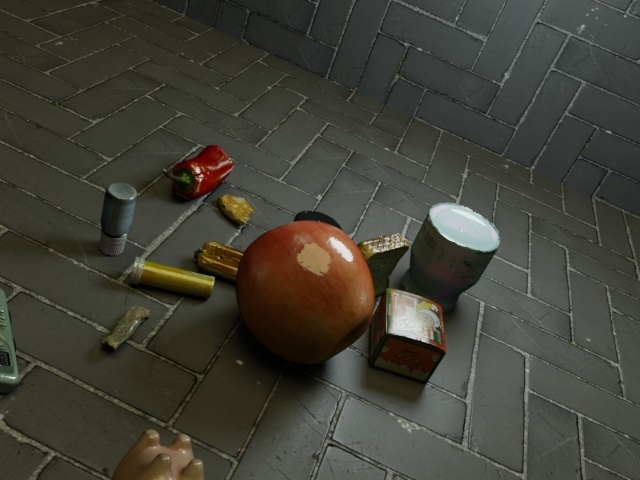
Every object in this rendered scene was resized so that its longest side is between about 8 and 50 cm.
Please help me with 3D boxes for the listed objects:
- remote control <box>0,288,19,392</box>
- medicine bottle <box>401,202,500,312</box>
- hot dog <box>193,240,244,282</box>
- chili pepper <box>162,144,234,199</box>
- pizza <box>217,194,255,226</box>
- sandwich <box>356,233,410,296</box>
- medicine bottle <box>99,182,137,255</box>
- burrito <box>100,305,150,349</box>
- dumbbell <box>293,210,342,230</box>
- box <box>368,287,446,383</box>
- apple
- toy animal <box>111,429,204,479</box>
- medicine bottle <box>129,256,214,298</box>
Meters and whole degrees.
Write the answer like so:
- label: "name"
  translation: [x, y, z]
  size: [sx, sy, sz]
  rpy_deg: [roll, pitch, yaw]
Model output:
- label: "remote control"
  translation: [-0.735, 0.197, 1.377]
  size: [0.140, 0.056, 0.296]
  rpy_deg: [25, 24, -46]
- label: "medicine bottle"
  translation: [0.402, 0.062, 2.035]
  size: [0.244, 0.290, 0.245]
  rpy_deg: [14, 36, -10]
- label: "hot dog"
  translation: [-0.248, 0.076, 1.845]
  size: [0.250, 0.076, 0.104]
  rpy_deg: [17, 53, -2]
- label: "chili pepper"
  translation: [-0.417, -0.200, 2.073]
  size: [0.134, 0.131, 0.338]
  rpy_deg: [49, 31, -5]
- label: "pizza"
  translation: [-0.275, -0.100, 2.099]
  size: [0.099, 0.036, 0.160]
  rpy_deg: [-15, 49, -42]
- label: "sandwich"
  translation: [0.160, 0.084, 1.931]
  size: [0.186, 0.215, 0.065]
  rpy_deg: [-10, 47, -38]
- label: "medicine bottle"
  translation: [-0.553, -0.053, 1.725]
  size: [0.083, 0.203, 0.083]
  rpy_deg: [16, 32, -11]
- label: "burrito"
  translation: [-0.474, 0.212, 1.548]
  size: [0.051, 0.042, 0.171]
  rpy_deg: [15, 31, 8]
- label: "dumbbell"
  translation: [-0.035, 0.037, 1.882]
  size: [0.152, 0.218, 0.153]
  rpy_deg: [16, 33, -11]
- label: "box"
  translation: [0.243, 0.264, 1.790]
  size: [0.177, 0.148, 0.195]
  rpy_deg: [20, 34, -6]
- label: "apple"
  translation: [-0.031, 0.139, 1.631]
  size: [0.363, 0.364, 0.364]
  rpy_deg: [15, 34, -11]
- label: "toy animal"
  translation: [-0.292, 0.496, 1.113]
  size: [0.236, 0.270, 0.326]
  rpy_deg: [12, 3, -16]
- label: "medicine bottle"
  translation: [-0.398, 0.103, 1.716]
  size: [0.218, 0.074, 0.074]
  rpy_deg: [14, 34, -14]
